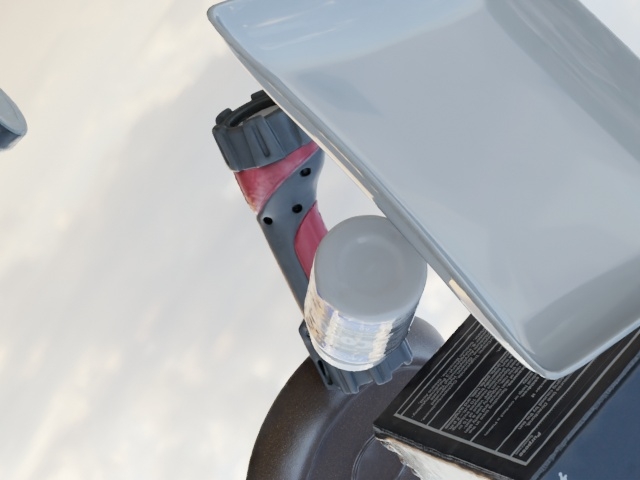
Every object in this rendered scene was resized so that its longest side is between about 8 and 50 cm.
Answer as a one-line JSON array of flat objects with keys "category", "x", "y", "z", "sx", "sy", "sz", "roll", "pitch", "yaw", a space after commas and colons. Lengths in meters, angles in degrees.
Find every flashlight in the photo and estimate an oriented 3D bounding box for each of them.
[{"category": "flashlight", "x": 0.000, "y": 0.000, "z": 1.851, "sx": 0.103, "sy": 0.304, "sz": 0.103, "roll": -34, "pitch": -161, "yaw": -21}]

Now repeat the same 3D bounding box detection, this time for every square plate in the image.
[{"category": "square plate", "x": 0.133, "y": -0.071, "z": 1.347, "sx": 0.347, "sy": 0.344, "sz": 0.049, "roll": -24, "pitch": 156, "yaw": -45}]

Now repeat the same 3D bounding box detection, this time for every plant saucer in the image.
[{"category": "plant saucer", "x": 0.051, "y": 0.228, "z": 2.025, "sx": 0.050, "sy": 0.310, "sz": 0.310, "roll": 27, "pitch": -101, "yaw": 40}]

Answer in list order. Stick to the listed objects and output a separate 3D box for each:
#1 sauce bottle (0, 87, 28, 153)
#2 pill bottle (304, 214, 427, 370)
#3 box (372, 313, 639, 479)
[{"category": "sauce bottle", "x": -0.402, "y": -0.011, "z": 1.696, "sx": 0.344, "sy": 0.111, "sz": 0.111, "roll": -38, "pitch": -164, "yaw": 14}, {"category": "pill bottle", "x": 0.029, "y": 0.041, "z": 1.332, "sx": 0.078, "sy": 0.078, "sz": 0.137, "roll": -58, "pitch": 173, "yaw": -20}, {"category": "box", "x": 0.245, "y": 0.126, "z": 1.562, "sx": 0.296, "sy": 0.183, "sz": 0.294, "roll": -47, "pitch": -163, "yaw": -12}]
